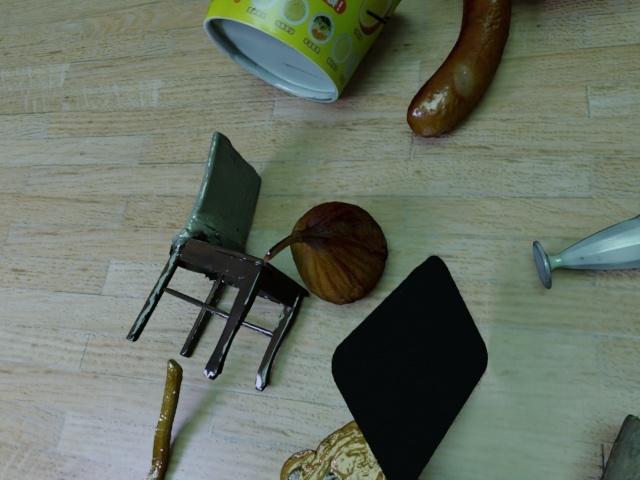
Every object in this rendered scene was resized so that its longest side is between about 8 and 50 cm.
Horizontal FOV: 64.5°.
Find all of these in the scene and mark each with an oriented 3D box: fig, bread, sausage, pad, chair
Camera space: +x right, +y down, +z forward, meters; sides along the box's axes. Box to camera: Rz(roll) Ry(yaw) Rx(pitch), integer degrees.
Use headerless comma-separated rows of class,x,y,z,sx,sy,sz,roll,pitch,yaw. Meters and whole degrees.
fig,0.000,0.000,0.673,0.134,0.201,0.146,-46,55,10
bread,0.043,0.294,0.573,0.149,0.143,0.158,-22,64,-1
sausage,0.226,-0.287,0.781,0.103,0.076,0.302,16,73,30
pad,0.059,0.071,0.575,0.323,0.055,0.250,49,46,7
chair,-0.114,0.025,0.721,0.186,0.160,0.319,15,75,27

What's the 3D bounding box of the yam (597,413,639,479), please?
yam,0.315,0.321,0.469,0.161,0.161,0.268,25,78,24

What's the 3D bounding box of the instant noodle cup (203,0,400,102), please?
instant noodle cup,-0.030,-0.372,0.783,0.311,0.311,0.221,24,87,24

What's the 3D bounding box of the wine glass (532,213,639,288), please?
wine glass,0.352,0.012,0.630,0.155,0.073,0.073,-14,66,15

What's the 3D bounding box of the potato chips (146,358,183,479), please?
potato chips,-0.215,0.257,0.695,0.026,0.037,0.203,15,98,5
